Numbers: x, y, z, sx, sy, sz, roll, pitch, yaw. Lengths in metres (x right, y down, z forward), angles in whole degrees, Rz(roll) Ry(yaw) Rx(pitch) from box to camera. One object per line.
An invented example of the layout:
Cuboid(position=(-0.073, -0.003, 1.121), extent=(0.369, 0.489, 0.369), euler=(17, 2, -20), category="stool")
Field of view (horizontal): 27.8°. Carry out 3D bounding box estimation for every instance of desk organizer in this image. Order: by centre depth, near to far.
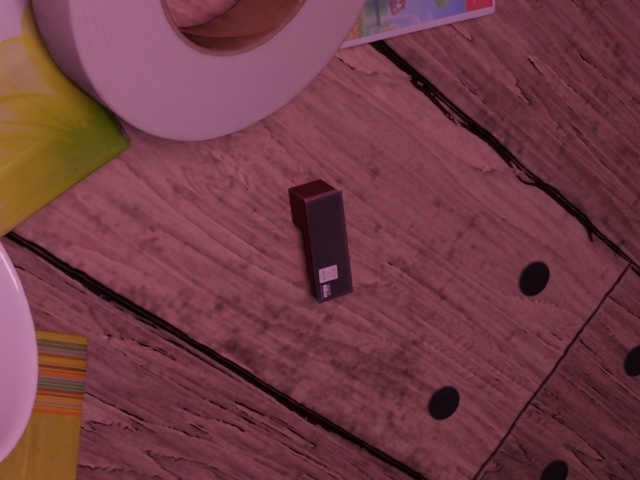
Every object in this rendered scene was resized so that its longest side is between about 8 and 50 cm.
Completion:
Cuboid(position=(0.000, 0.000, 1.480), extent=(0.047, 0.050, 0.130), euler=(-18, 117, -21), category="desk organizer")

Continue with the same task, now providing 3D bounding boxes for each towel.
Cuboid(position=(-0.303, 0.210, 1.352), extent=(0.102, 0.021, 0.237), euler=(10, 74, -28), category="towel")

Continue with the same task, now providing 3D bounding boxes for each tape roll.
Cuboid(position=(-0.088, -0.280, 1.200), extent=(0.392, 0.072, 0.392), euler=(-29, 137, -32), category="tape roll")

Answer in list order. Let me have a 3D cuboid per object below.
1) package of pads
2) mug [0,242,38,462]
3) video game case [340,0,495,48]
Cuboid(position=(-0.362, -0.104, 1.213), extent=(0.296, 0.101, 0.229), euler=(-37, 124, -11), category="package of pads")
Cuboid(position=(-0.427, 0.123, 1.110), extent=(0.328, 0.276, 0.374), euler=(-22, 156, 22), category="mug")
Cuboid(position=(0.062, -0.318, 1.400), extent=(0.285, 0.025, 0.204), euler=(-17, 117, -22), category="video game case")
